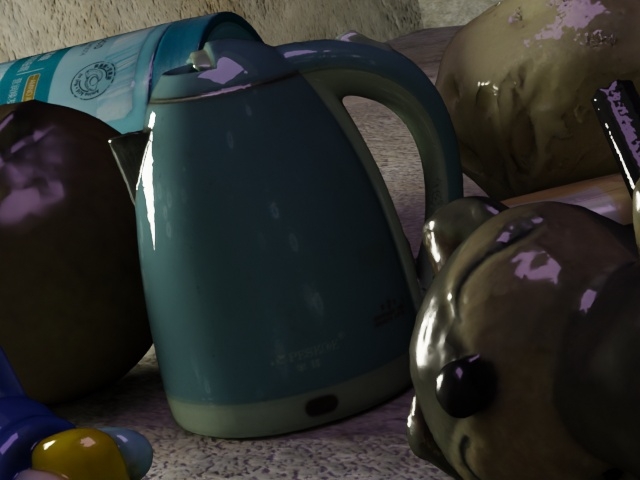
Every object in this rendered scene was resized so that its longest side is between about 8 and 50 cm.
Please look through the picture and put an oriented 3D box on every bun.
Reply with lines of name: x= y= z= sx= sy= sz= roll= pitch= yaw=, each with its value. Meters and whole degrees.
bun: x=0.313 y=-0.144 z=1.983 sx=0.362 sy=0.235 sz=0.326 roll=14 pitch=-30 yaw=-15

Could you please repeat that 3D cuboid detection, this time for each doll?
doll: x=0.243 y=0.100 z=1.232 sx=0.378 sy=0.252 sz=0.382 roll=17 pitch=-4 yaw=-36
doll: x=-0.313 y=0.214 z=1.303 sx=0.365 sy=0.187 sz=0.376 roll=-26 pitch=38 yaw=-15

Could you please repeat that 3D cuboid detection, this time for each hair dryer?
hair dryer: x=0.333 y=-0.057 z=1.694 sx=0.197 sy=0.251 sz=0.089 roll=-15 pitch=-29 yaw=-11

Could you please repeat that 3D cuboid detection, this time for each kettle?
kettle: x=-0.021 y=-0.028 z=1.625 sx=0.319 sy=0.342 sz=0.247 roll=-14 pitch=12 yaw=-9

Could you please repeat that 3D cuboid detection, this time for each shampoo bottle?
shampoo bottle: x=-0.233 y=-0.078 z=2.085 sx=0.342 sy=0.331 sz=0.331 roll=-10 pitch=13 yaw=20

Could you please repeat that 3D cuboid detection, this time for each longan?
longan: x=-0.294 y=0.017 z=1.791 sx=0.318 sy=0.319 sz=0.319 roll=-12 pitch=13 yaw=3

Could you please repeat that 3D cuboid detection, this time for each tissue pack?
tissue pack: x=0.241 y=-0.001 z=1.813 sx=0.222 sy=0.090 sz=0.186 roll=-13 pitch=11 yaw=0
